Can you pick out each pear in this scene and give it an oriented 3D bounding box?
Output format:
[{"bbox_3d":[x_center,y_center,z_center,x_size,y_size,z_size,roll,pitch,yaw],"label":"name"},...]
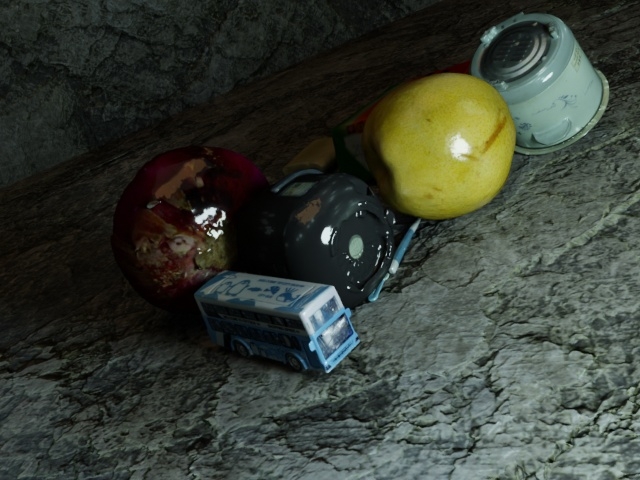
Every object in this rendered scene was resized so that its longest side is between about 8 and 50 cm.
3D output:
[{"bbox_3d":[0.245,-0.191,1.590,0.314,0.314,0.314,-16,24,7],"label":"pear"}]

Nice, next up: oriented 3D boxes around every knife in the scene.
[{"bbox_3d":[0.106,0.086,1.452,0.027,0.010,0.096,-9,26,24],"label":"knife"}]

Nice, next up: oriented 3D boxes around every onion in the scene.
[{"bbox_3d":[-0.276,-0.035,1.603,0.348,0.347,0.385,-30,27,-23],"label":"onion"}]

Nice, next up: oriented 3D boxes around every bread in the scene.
[{"bbox_3d":[-0.008,-0.226,2.154,0.140,0.060,0.178,-2,29,36],"label":"bread"}]

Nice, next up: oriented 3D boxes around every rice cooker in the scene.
[{"bbox_3d":[0.000,0.000,1.425,0.224,0.267,0.267,3,32,45],"label":"rice cooker"},{"bbox_3d":[0.493,-0.346,1.761,0.264,0.316,0.316,-26,18,28],"label":"rice cooker"}]

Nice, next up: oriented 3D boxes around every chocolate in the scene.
[{"bbox_3d":[0.245,-0.304,1.967,0.341,0.161,0.360,-9,24,45],"label":"chocolate"}]

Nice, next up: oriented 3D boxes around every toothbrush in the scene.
[{"bbox_3d":[0.177,-0.007,1.588,0.025,0.019,0.275,-12,24,29],"label":"toothbrush"}]

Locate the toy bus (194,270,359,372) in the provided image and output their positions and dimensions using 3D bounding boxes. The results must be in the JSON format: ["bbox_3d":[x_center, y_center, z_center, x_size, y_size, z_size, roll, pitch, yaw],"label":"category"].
[{"bbox_3d":[-0.082,0.135,1.337,0.297,0.131,0.106,4,33,44],"label":"toy bus"}]
